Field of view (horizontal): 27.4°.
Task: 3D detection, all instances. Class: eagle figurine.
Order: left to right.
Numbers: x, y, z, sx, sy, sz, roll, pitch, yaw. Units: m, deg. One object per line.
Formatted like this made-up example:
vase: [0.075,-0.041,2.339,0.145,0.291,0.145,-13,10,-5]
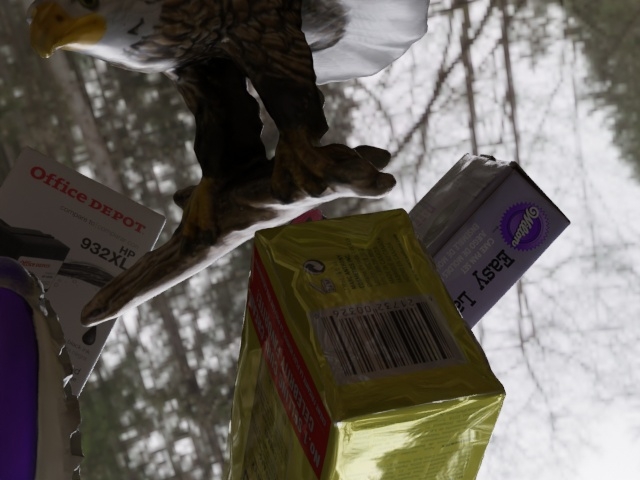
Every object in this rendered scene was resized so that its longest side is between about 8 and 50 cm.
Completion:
eagle figurine: [-0.083,-0.132,0.553,0.226,0.298,0.225,-31,-171,-6]

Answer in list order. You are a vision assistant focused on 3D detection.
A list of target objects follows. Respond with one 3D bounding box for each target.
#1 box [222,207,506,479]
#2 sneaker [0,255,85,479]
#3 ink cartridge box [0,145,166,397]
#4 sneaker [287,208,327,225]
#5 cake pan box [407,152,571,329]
box: [0.002,0.102,0.480,0.058,0.232,0.087,-8,-132,-19]
sneaker: [-0.186,0.143,0.496,0.146,0.293,0.102,12,-171,-25]
ink cartridge box: [-0.378,0.061,1.781,0.223,0.129,0.307,28,-117,-9]
sneaker: [0.000,0.000,1.268,0.047,0.057,0.119,-48,-168,5]
cake pan box: [0.068,0.041,1.034,0.246,0.070,0.267,-45,-175,2]
